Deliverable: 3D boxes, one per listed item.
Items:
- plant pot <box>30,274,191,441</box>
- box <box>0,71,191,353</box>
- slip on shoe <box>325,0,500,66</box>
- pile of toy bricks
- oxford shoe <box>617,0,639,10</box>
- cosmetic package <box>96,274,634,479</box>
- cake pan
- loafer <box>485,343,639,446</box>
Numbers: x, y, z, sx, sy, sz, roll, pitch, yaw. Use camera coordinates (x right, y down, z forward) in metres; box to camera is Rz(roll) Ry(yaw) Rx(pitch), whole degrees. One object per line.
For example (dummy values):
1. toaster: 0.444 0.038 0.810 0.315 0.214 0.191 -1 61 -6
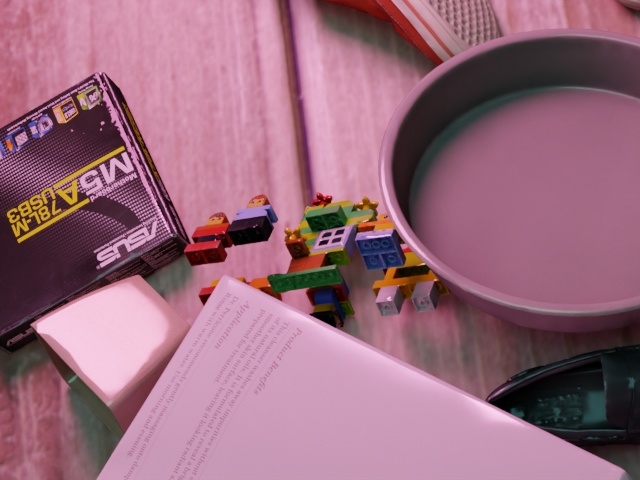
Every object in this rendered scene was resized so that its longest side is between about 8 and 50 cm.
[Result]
1. plant pot: -0.155 0.095 1.565 0.096 0.109 0.109 -40 62 -13
2. box: -0.230 -0.026 1.665 0.191 0.045 0.184 -29 62 7
3. slip on shoe: 0.025 -0.243 1.640 0.331 0.123 0.101 43 120 21
4. pile of toy bricks: 0.000 0.000 1.558 0.212 0.118 0.105 -8 35 25
5. oxford shoe: 0.265 -0.410 1.604 0.169 0.130 0.449 -9 66 17
6. cosmetic package: 0.043 0.203 1.389 0.385 0.156 0.217 27 81 35
7. cake pan: 0.192 -0.044 1.476 0.293 0.054 0.293 -2 50 3
8. loafer: 0.231 0.116 1.423 0.223 0.078 0.076 -12 72 24
